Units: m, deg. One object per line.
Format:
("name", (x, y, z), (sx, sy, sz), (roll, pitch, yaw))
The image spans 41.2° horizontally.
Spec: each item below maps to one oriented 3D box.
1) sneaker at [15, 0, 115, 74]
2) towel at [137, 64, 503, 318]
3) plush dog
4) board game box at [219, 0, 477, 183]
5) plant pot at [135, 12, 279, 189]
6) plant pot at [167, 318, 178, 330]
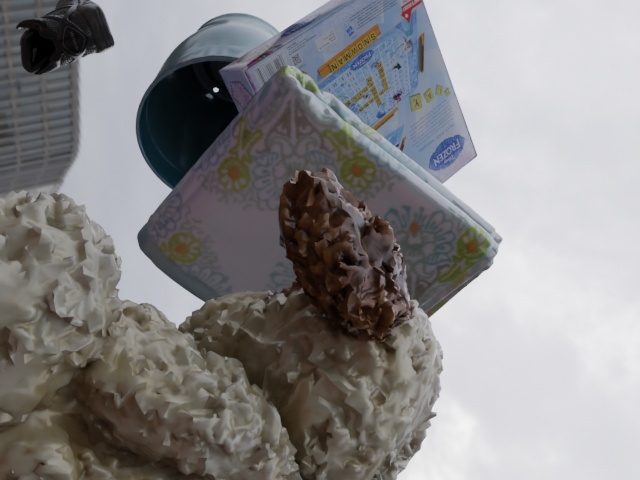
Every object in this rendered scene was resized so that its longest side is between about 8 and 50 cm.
("sneaker", (-0.396, -0.314, 1.272), (0.227, 0.130, 0.087), (42, -30, 55))
("towel", (0.000, 0.000, 1.093), (0.320, 0.374, 0.090), (-45, -159, 25))
("plush dog", (-0.039, 0.093, 0.395), (0.210, 0.225, 0.262), (50, -25, 26))
("board game box", (0.056, -0.174, 1.203), (0.066, 0.318, 0.318), (14, -45, 52))
("plant pot", (-0.141, -0.235, 1.392), (0.255, 0.271, 0.272), (-87, -176, -51))
("plant pot", (-0.337, 0.233, 1.356), (0.239, 0.254, 0.254), (-45, -118, 34))
